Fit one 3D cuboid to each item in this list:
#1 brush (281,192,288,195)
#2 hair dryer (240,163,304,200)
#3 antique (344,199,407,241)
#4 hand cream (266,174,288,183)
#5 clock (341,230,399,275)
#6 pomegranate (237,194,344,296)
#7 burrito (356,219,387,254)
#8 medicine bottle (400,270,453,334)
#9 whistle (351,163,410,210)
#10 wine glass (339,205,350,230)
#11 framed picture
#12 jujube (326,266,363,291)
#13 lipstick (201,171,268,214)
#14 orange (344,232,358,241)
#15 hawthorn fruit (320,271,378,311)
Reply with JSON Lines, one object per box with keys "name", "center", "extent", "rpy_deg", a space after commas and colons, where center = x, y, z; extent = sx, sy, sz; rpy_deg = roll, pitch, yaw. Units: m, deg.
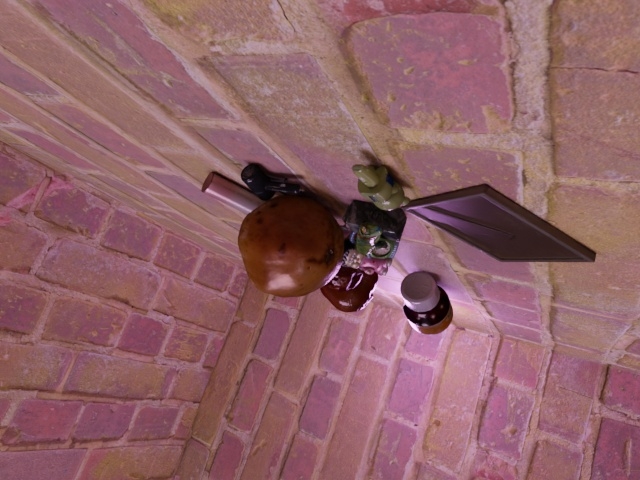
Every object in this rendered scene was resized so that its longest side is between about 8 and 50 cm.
{"name": "brush", "center": [-0.134, -0.172, 1.657], "extent": [0.083, 0.008, 0.024], "rpy_deg": [27, 167, -31]}
{"name": "hair dryer", "center": [-0.144, -0.178, 1.463], "extent": [0.219, 0.071, 0.124], "rpy_deg": [13, 159, 31]}
{"name": "antique", "center": [0.175, -0.066, 1.475], "extent": [0.183, 0.088, 0.086], "rpy_deg": [13, 165, 25]}
{"name": "hand cream", "center": [-0.148, -0.205, 1.516], "extent": [0.093, 0.019, 0.030], "rpy_deg": [14, 165, 31]}
{"name": "clock", "center": [0.174, 0.033, 1.699], "extent": [0.196, 0.193, 0.100], "rpy_deg": [13, -151, -9]}
{"name": "pomegranate", "center": [-0.119, 0.015, 1.629], "extent": [0.411, 0.409, 0.410], "rpy_deg": [18, 167, 4]}
{"name": "burrito", "center": [0.167, 0.001, 1.457], "extent": [0.104, 0.054, 0.288], "rpy_deg": [17, 165, 5]}
{"name": "medicine bottle", "center": [0.511, 0.311, 2.235], "extent": [0.243, 0.242, 0.395], "rpy_deg": [12, 161, 30]}
{"name": "whistle", "center": [0.151, -0.143, 1.190], "extent": [0.105, 0.084, 0.227], "rpy_deg": [8, 165, 39]}
{"name": "wine glass", "center": [0.097, -0.076, 1.555], "extent": [0.042, 0.083, 0.039], "rpy_deg": [17, 163, 18]}
{"name": "framed picture", "center": [0.497, -0.029, 1.298], "extent": [0.447, 0.028, 0.326], "rpy_deg": [25, 166, -24]}
{"name": "jujube", "center": [0.078, 0.108, 2.033], "extent": [0.232, 0.213, 0.213], "rpy_deg": [40, -179, 35]}
{"name": "lipstick", "center": [-0.300, -0.155, 1.789], "extent": [0.327, 0.087, 0.087], "rpy_deg": [27, 165, -30]}
{"name": "orange", "center": [0.155, 0.023, 1.822], "extent": [0.136, 0.117, 0.135], "rpy_deg": [5, 178, 0]}
{"name": "hawthorn fruit", "center": [0.137, 0.197, 2.251], "extent": [0.311, 0.295, 0.295], "rpy_deg": [52, 175, 15]}
